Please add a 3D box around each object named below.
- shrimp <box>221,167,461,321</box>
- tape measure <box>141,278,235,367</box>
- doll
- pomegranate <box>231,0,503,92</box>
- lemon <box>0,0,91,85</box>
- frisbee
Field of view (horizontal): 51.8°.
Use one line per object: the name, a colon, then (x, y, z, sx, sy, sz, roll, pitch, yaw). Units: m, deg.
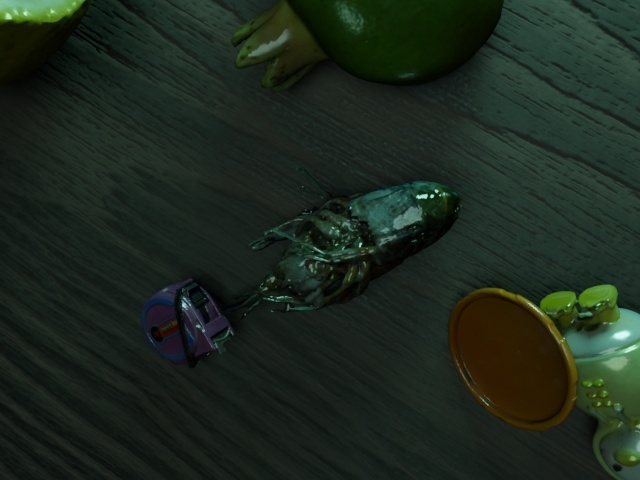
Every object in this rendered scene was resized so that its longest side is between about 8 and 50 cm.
shrimp: (0.002, -0.001, 0.868, 0.371, 0.137, 0.172, -21, 78, 14)
tape measure: (-0.195, 0.122, 0.953, 0.118, 0.074, 0.125, -27, 91, 35)
doll: (0.366, 0.195, 0.809, 0.141, 0.117, 0.297, -19, 94, 37)
pomegranate: (0.039, -0.307, 0.763, 0.358, 0.216, 0.310, -34, 93, 17)
lemon: (-0.493, -0.340, 0.831, 0.363, 0.364, 0.365, 2, 99, 13)
frisbee: (0.243, 0.147, 0.835, 0.192, 0.035, 0.192, 31, 132, 42)
